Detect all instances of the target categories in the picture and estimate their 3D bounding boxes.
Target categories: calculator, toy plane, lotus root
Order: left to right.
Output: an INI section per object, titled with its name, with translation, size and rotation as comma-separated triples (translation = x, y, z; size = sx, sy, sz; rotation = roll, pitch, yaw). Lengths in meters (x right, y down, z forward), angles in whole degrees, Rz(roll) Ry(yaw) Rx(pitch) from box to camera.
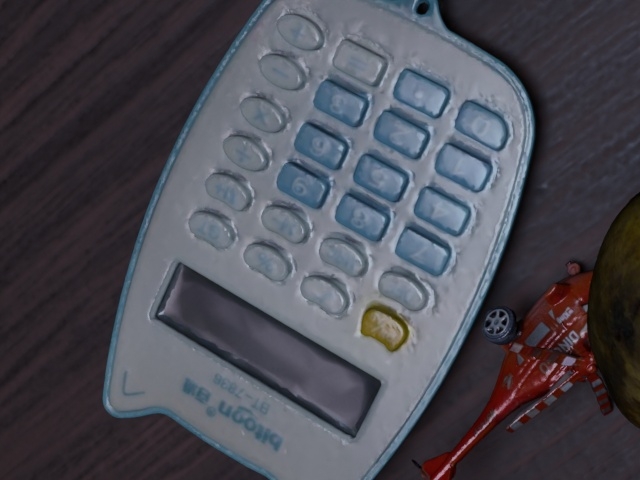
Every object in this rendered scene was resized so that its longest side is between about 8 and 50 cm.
[calculator]
translation = 0.000, 0.000, 1.204
size = 0.256, 0.054, 0.386
rotation = 30, 108, 18
[toy plane]
translation = 0.138, 0.101, 1.140
size = 0.077, 0.126, 0.194
rotation = 49, 120, 45
[lotus root]
translation = 0.240, 0.027, 0.994
size = 0.169, 0.314, 0.141
rotation = -30, 62, -9
